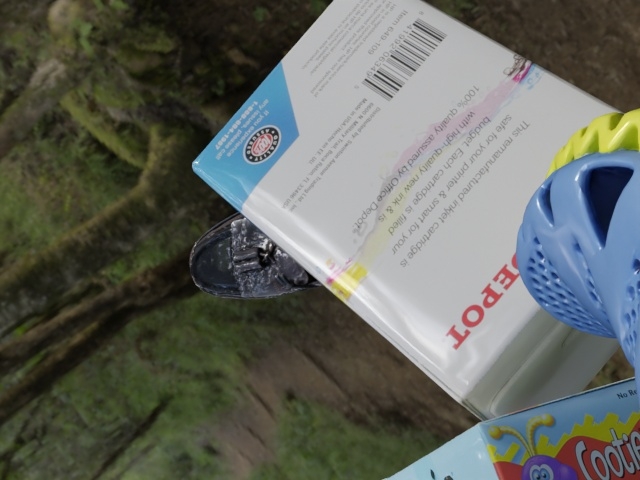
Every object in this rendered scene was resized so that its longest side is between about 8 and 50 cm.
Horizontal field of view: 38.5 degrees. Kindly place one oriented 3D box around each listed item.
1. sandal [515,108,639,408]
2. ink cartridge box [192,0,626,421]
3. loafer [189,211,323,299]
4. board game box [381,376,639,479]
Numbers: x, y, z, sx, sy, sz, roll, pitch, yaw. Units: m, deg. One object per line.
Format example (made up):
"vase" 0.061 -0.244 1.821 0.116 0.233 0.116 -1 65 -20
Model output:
"sandal" 0.155 0.026 0.345 0.126 0.138 0.317 31 172 -9
"ink cartridge box" 0.092 -0.019 0.665 0.270 0.198 0.197 40 178 32
"loafer" 0.000 0.000 0.978 0.095 0.302 0.109 -41 -60 -86
"board game box" 0.160 0.224 0.467 0.144 0.142 0.275 124 131 -59
